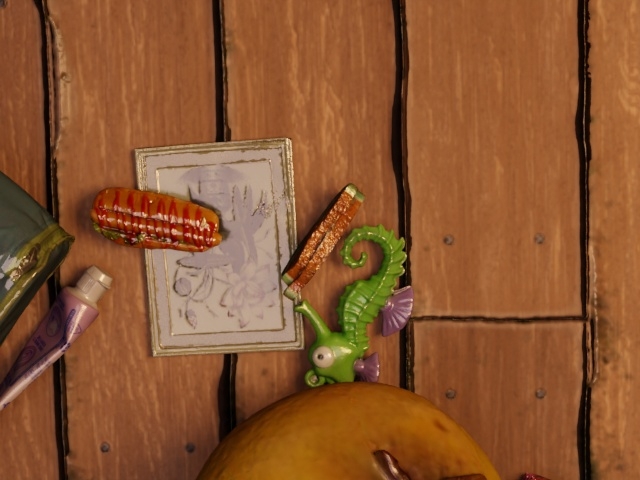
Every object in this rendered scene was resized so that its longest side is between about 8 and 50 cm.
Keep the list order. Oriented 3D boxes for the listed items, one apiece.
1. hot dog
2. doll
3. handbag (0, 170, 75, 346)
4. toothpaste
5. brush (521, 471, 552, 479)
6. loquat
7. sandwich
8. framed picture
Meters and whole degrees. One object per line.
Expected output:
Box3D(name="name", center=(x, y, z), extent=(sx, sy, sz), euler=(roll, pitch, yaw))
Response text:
Box3D(name="hot dog", center=(-0.173, -0.019, 1.316), extent=(0.144, 0.038, 0.062), euler=(12, 96, 4))
Box3D(name="doll", center=(0.035, 0.074, 1.315), extent=(0.115, 0.050, 0.190), euler=(26, 95, -5))
Box3D(name="handbag", center=(-0.416, 0.022, 1.264), extent=(0.241, 0.222, 0.263), euler=(39, 98, -4))
Box3D(name="toothpaste", center=(-0.323, 0.153, 1.332), extent=(0.048, 0.075, 0.301), euler=(37, 88, -7))
Box3D(name="brush", center=(0.344, 0.334, 1.311), extent=(0.321, 0.060, 0.050), euler=(29, 86, 2))
Box3D(name="loquat", center=(0.014, 0.311, 1.224), extent=(0.328, 0.328, 0.359), euler=(46, 140, -1))
Box3D(name="sandwich", center=(-0.001, 0.002, 1.300), extent=(0.029, 0.067, 0.135), euler=(35, 86, -4))
Box3D(name="framed picture", center=(-0.107, 0.009, 1.339), extent=(0.173, 0.010, 0.231), euler=(-5, 95, 6))
